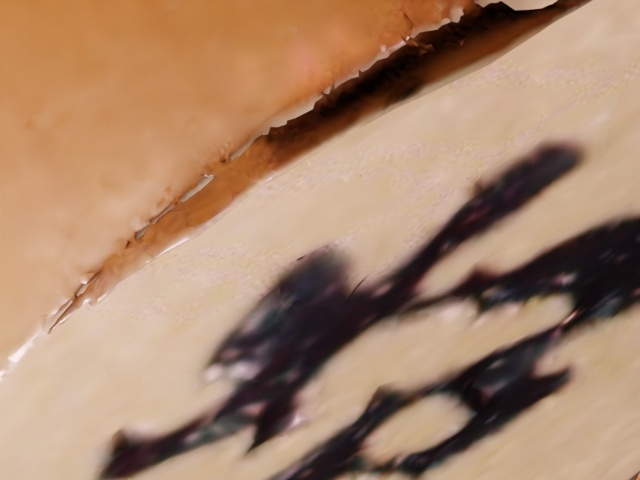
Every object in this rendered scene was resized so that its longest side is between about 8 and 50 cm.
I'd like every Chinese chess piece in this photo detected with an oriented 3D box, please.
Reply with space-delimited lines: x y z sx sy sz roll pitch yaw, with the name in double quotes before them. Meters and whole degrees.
"Chinese chess piece" 0.000 0.000 0.569 0.349 0.146 0.349 -26 150 -16
